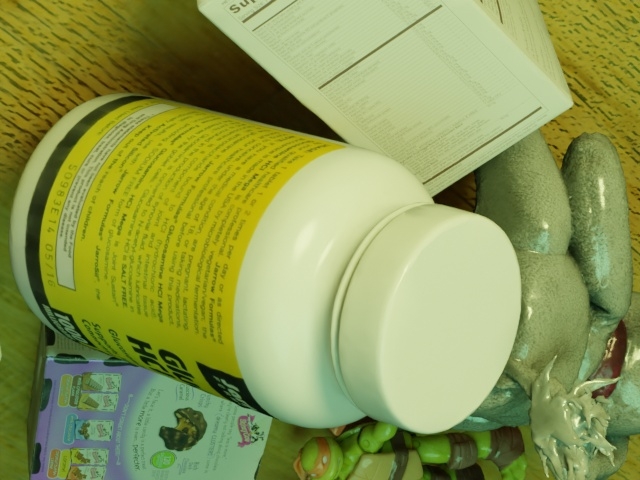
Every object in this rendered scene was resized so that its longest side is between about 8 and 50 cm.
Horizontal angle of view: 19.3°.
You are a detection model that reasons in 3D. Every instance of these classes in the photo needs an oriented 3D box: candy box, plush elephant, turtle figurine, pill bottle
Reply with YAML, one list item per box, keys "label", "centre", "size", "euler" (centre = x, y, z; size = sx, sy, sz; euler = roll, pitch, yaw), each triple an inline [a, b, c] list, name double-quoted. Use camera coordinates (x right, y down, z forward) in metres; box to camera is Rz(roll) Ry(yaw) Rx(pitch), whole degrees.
- label: "candy box"
  centre: [-0.139, 0.131, 1.561]
  size: [0.196, 0.070, 0.165]
  euler: [3, 133, -13]
- label: "plush elephant"
  centre: [0.183, 0.058, 1.435]
  size: [0.272, 0.330, 0.255]
  euler: [-47, 144, 21]
- label: "turtle figurine"
  centre: [0.059, 0.205, 1.663]
  size: [0.217, 0.087, 0.269]
  euler: [9, 124, -30]
- label: "pill bottle"
  centre: [-0.039, 0.017, 1.265]
  size: [0.188, 0.334, 0.188]
  euler: [-19, 116, -44]

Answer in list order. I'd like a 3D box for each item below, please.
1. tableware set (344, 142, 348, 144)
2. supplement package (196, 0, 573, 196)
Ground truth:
- label: "tableware set"
  centre: [0.000, 0.000, 1.400]
  size: [0.194, 0.128, 0.039]
  euler: [-17, 178, 41]
- label: "supplement package"
  centre: [0.038, -0.163, 1.258]
  size: [0.139, 0.134, 0.244]
  euler: [-33, 132, 20]
